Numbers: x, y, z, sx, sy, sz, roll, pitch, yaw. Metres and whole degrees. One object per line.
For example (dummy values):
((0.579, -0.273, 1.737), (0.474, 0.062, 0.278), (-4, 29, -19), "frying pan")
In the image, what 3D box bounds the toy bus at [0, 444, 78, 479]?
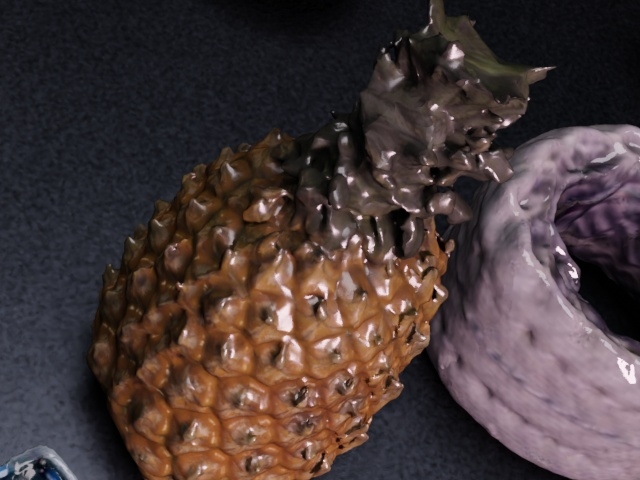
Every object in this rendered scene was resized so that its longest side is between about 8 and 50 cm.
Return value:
((-0.252, 0.250, 0.862), (0.312, 0.190, 0.152), (-25, 72, -28), "toy bus")

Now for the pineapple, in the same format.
((0.000, 0.000, 0.998), (0.202, 0.362, 0.202), (17, 47, -19), "pineapple")

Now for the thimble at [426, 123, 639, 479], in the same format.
((0.199, 0.045, 1.150), (0.217, 0.157, 0.245), (-32, 76, -30), "thimble")
